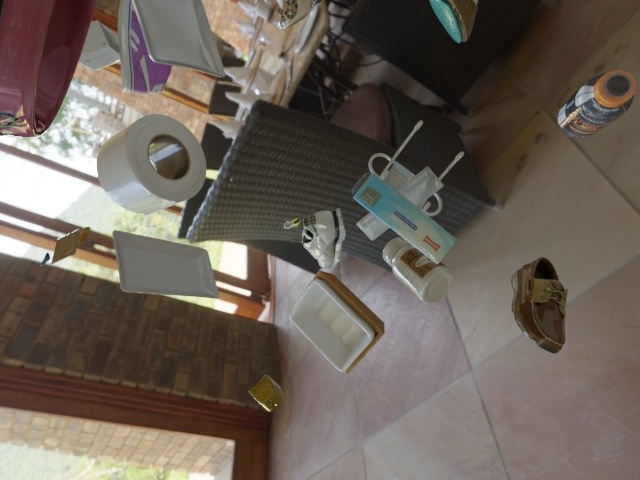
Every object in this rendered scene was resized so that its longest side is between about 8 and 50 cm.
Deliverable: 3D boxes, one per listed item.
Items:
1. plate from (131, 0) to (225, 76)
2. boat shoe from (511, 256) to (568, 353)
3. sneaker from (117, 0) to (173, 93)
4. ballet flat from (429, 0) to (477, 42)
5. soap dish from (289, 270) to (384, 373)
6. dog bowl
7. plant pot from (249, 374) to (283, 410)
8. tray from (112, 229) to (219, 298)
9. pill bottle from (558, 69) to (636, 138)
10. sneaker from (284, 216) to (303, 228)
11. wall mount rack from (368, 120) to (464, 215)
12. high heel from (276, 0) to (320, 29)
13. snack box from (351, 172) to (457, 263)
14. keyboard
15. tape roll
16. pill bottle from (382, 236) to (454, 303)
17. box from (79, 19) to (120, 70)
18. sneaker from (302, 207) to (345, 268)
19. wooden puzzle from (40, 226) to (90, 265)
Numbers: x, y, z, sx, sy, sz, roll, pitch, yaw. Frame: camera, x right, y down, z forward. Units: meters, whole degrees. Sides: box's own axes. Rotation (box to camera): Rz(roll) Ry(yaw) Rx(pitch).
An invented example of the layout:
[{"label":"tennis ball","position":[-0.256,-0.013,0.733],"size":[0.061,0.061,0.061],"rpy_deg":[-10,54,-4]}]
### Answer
[{"label":"plate","position":[-0.410,-0.601,1.185],"size":[0.045,0.277,0.278],"rpy_deg":[-16,92,31]},{"label":"boat shoe","position":[0.600,0.154,1.150],"size":[0.324,0.122,0.120],"rpy_deg":[-68,4,-55]},{"label":"sneaker","position":[-0.552,-0.615,1.347],"size":[0.102,0.161,0.282],"rpy_deg":[37,128,53]},{"label":"ballet flat","position":[0.273,-0.569,0.910],"size":[0.124,0.342,0.116],"rpy_deg":[-45,49,21]},{"label":"soap dish","position":[0.055,0.269,1.422],"size":[0.118,0.291,0.229],"rpy_deg":[-22,-29,-56]},{"label":"dog bowl","position":[-0.409,-0.323,0.565],"size":[0.408,0.150,0.408],"rpy_deg":[-41,40,46]},{"label":"plant pot","position":[-0.171,0.515,1.406],"size":[0.081,0.081,0.083],"rpy_deg":[-43,28,-12]},{"label":"tray","position":[-0.356,0.067,0.985],"size":[0.030,0.270,0.145],"rpy_deg":[-32,65,23]},{"label":"pill bottle","position":[0.762,-0.377,1.169],"size":[0.245,0.130,0.131],"rpy_deg":[14,-83,-77]},{"label":"sneaker","position":[-0.088,-0.052,1.415],"size":[0.083,0.035,0.031],"rpy_deg":[-12,60,44]},{"label":"wall mount rack","position":[0.377,-0.272,1.647],"size":[0.304,0.350,0.130],"rpy_deg":[-55,4,-19]},{"label":"high heel","position":[-0.107,-0.810,1.370],"size":[0.093,0.186,0.261],"rpy_deg":[-41,19,-28]},{"label":"snack box","position":[0.153,-0.061,0.869],"size":[0.060,0.187,0.322],"rpy_deg":[-52,3,9]},{"label":"keyboard","position":[0.218,-0.098,1.183],"size":[0.256,0.072,0.014],"rpy_deg":[-39,18,23]},{"label":"tape roll","position":[-0.470,-0.210,1.194],"size":[0.169,0.246,0.246],"rpy_deg":[-13,57,37]},{"label":"pill bottle","position":[0.307,0.087,1.370],"size":[0.229,0.131,0.131],"rpy_deg":[47,116,48]},{"label":"box","position":[-0.777,-0.671,1.469],"size":[0.170,0.130,0.091],"rpy_deg":[-124,13,-79]},{"label":"sneaker","position":[0.000,0.000,1.035],"size":[0.235,0.094,0.090],"rpy_deg":[94,163,-59]},{"label":"wooden puzzle","position":[-0.535,0.014,0.896],"size":[0.116,0.014,0.079],"rpy_deg":[-15,52,20]}]
